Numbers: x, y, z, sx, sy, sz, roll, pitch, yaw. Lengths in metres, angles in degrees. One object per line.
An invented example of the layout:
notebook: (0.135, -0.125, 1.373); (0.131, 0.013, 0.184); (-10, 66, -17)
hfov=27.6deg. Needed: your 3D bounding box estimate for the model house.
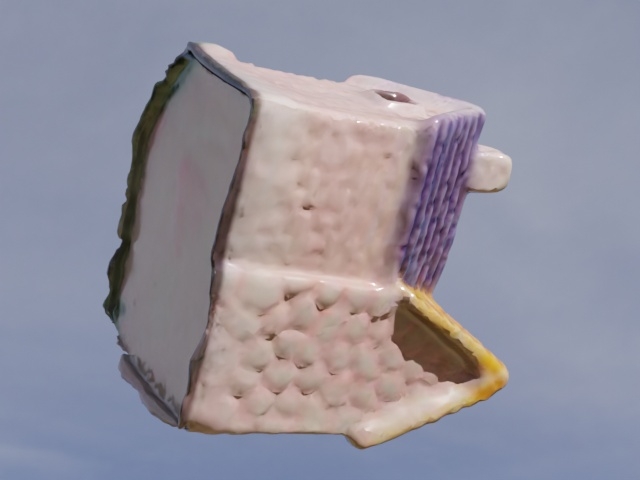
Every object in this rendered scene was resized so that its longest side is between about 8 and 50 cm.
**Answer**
model house: (0.000, 0.000, 0.911); (0.237, 0.202, 0.237); (7, -78, -26)
